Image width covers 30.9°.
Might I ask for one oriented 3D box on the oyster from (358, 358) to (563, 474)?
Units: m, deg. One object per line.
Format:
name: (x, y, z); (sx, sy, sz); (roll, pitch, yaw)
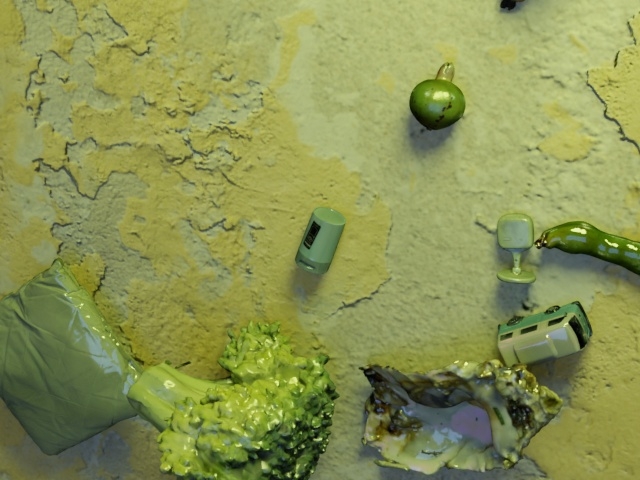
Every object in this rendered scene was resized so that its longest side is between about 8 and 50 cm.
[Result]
oyster: (0.202, 0.244, 1.657); (0.354, 0.107, 0.201); (-7, 113, 44)

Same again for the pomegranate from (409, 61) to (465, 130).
pomegranate: (0.151, -0.188, 1.518); (0.073, 0.073, 0.085); (-17, 70, 23)

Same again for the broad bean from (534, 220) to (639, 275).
broad bean: (0.412, 0.024, 1.530); (0.256, 0.053, 0.052); (18, 154, 10)

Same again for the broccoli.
broccoli: (-0.144, 0.283, 1.653); (0.281, 0.348, 0.293); (33, 112, 13)

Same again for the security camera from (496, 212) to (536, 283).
security camera: (0.268, 0.008, 1.575); (0.058, 0.058, 0.092); (6, 102, 15)

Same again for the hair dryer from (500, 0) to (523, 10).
hair dryer: (0.259, -0.346, 1.403); (0.064, 0.117, 0.182); (27, 137, 3)

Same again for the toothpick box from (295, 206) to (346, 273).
toothpick box: (0.000, 0.000, 1.647); (0.052, 0.052, 0.083); (23, 116, 7)

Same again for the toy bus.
toy bus: (0.306, 0.135, 1.595); (0.123, 0.075, 0.060); (-20, 105, 24)

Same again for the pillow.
pillow: (-0.420, 0.192, 1.849); (0.280, 0.076, 0.274); (-29, 99, 31)
